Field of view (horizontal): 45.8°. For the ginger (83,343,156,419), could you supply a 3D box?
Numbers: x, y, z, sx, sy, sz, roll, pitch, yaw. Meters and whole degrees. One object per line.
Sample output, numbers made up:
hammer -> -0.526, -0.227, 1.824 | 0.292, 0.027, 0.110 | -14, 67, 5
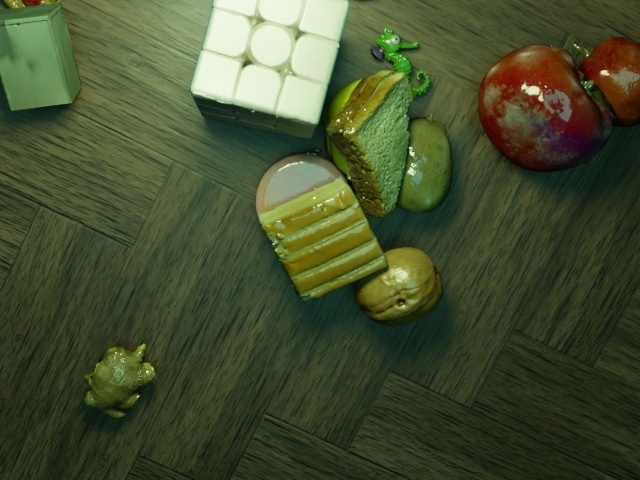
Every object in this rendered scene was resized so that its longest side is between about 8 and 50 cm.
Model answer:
ginger -> -0.510, 0.353, 1.933 | 0.157, 0.102, 0.216 | 34, 94, -15

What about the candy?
candy -> -0.042, -0.108, 1.905 | 0.256, 0.094, 0.255 | -1, 98, -4

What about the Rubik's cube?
Rubik's cube -> -0.118, -0.414, 1.745 | 0.291, 0.290, 0.291 | 13, 89, -5

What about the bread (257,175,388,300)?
bread -> 0.000, 0.000, 1.818 | 0.246, 0.111, 0.239 | -26, 114, 4

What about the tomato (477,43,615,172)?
tomato -> 0.518, -0.288, 1.822 | 0.290, 0.176, 0.334 | -32, 98, 40

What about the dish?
dish -> 0.083, -0.270, 1.869 | 0.108, 0.221, 0.262 | 11, 110, 36

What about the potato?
potato -> 0.248, -0.195, 1.886 | 0.159, 0.174, 0.251 | 12, 96, 36

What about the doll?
doll -> 0.205, -0.447, 1.899 | 0.115, 0.050, 0.190 | -28, 100, 7

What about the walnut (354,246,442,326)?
walnut -> 0.195, 0.121, 1.909 | 0.222, 0.195, 0.195 | -29, 99, 9

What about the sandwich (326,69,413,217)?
sandwich -> 0.145, -0.235, 1.786 | 0.254, 0.100, 0.288 | -54, 137, -31

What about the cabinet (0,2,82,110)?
cabinet -> -0.664, -0.431, 1.771 | 0.145, 0.150, 0.206 | -8, 119, -3

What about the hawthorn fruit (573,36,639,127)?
hawthorn fruit -> 0.721, -0.402, 1.866 | 0.253, 0.205, 0.205 | 31, 95, -9

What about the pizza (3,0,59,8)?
pizza -> -0.665, -0.613, 1.810 | 0.188, 0.062, 0.199 | 42, 92, -11
